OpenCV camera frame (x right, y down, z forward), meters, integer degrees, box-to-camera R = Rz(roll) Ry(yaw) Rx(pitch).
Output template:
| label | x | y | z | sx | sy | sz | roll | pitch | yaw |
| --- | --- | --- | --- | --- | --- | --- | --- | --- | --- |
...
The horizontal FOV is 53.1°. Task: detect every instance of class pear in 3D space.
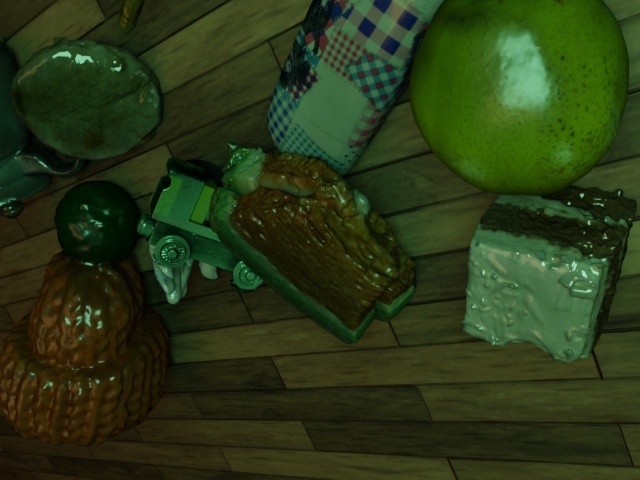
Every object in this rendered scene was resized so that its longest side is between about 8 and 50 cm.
| label | x | y | z | sx | sy | sz | roll | pitch | yaw |
| --- | --- | --- | --- | --- | --- | --- | --- | --- | --- |
| pear | 0.166 | -0.132 | 0.553 | 0.198 | 0.198 | 0.198 | 17 | 124 | 27 |

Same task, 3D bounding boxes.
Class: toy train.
| label | x | y | z | sx | sy | sz | roll | pitch | yaw |
| --- | --- | --- | --- | --- | --- | --- | --- | --- | --- |
| toy train | -0.134 | -0.015 | 0.851 | 0.200 | 0.083 | 0.132 | 19 | 105 | -25 |

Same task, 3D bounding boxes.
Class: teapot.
| label | x | y | z | sx | sy | sz | roll | pitch | yaw |
| --- | --- | --- | --- | --- | --- | --- | --- | --- | --- |
| teapot | -0.527 | -0.174 | 1.046 | 0.223 | 0.306 | 0.285 | 46 | 154 | 57 |

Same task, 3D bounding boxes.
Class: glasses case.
| label | x | y | z | sx | sy | sz | roll | pitch | yaw |
| --- | --- | --- | --- | --- | --- | --- | --- | --- | --- |
| glasses case | 0.039 | -0.197 | 0.675 | 0.125 | 0.076 | 0.327 | 41 | 133 | 10 |

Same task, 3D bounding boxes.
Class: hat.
| label | x | y | z | sx | sy | sz | roll | pitch | yaw |
| --- | --- | --- | --- | --- | --- | --- | --- | --- | --- |
| hat | -0.355 | 0.120 | 1.037 | 0.285 | 0.285 | 0.400 | 31 | 118 | 17 |

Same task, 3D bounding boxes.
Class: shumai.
| label | x | y | z | sx | sy | sz | roll | pitch | yaw |
| --- | --- | --- | --- | --- | --- | --- | --- | --- | --- |
| shumai | -0.328 | -0.211 | 0.908 | 0.120 | 0.202 | 0.201 | -109 | 33 | -40 |

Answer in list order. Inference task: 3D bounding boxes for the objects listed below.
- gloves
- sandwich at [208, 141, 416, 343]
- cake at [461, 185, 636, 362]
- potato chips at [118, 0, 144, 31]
| label | x | y | z | sx | sy | sz | roll | pitch | yaw |
| --- | --- | --- | --- | --- | --- | --- | --- | --- | --- |
| gloves | -0.194 | -0.009 | 0.938 | 0.119 | 0.097 | 0.229 | 11 | 112 | -19 |
| sandwich | 0.002 | 0.008 | 0.753 | 0.292 | 0.109 | 0.212 | 50 | 153 | -23 |
| cake | 0.220 | 0.024 | 0.628 | 0.135 | 0.147 | 0.134 | 16 | 123 | 30 |
| potato chips | -0.224 | -0.351 | 0.804 | 0.026 | 0.037 | 0.204 | 50 | 138 | 14 |
